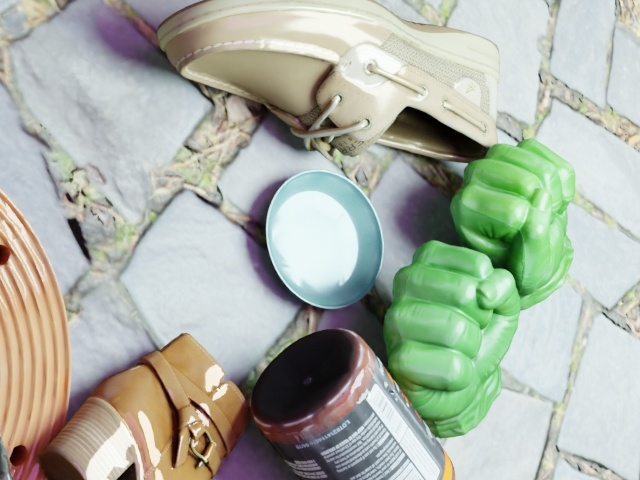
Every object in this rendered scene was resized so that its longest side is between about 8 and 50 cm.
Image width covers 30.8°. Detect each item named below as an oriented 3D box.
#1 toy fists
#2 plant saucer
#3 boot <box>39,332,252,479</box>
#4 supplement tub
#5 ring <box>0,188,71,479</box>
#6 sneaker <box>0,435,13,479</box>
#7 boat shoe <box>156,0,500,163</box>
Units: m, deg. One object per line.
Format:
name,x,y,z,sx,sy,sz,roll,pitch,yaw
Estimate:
toy fists,0.141,0.032,0.994,0.279,0.096,0.142,-53,137,-30
plant saucer,0.000,0.000,0.981,0.119,0.021,0.119,9,74,-32
boot,-0.098,0.178,0.847,0.152,0.073,0.197,-43,115,-44
supplement tub,0.037,0.169,0.907,0.106,0.106,0.198,-53,123,-30
ring,-0.298,0.094,0.699,0.336,0.032,0.336,-8,101,-47
sneaker,-0.274,0.308,0.657,0.182,0.158,0.410,5,86,-13
boat shoe,0.026,-0.127,0.966,0.341,0.121,0.110,3,77,-35
